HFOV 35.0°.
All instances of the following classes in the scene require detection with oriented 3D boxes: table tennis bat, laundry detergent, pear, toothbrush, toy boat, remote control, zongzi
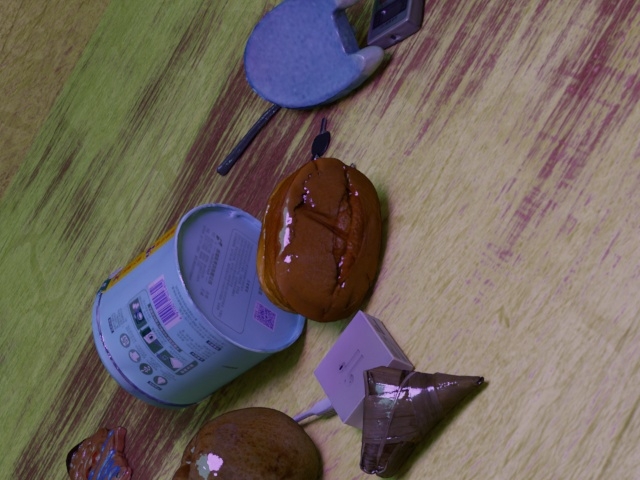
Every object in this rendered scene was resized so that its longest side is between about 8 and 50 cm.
[{"bbox_3d":[0.002,-0.198,1.953,0.050,0.007,0.083,-19,55,47],"label":"table tennis bat"},{"bbox_3d":[-0.229,0.130,1.790,0.305,0.287,0.287,-35,43,35],"label":"laundry detergent"},{"bbox_3d":[-0.120,0.363,1.554,0.188,0.211,0.228,-17,54,50],"label":"pear"},{"bbox_3d":[-0.086,0.325,1.697,0.342,0.030,0.025,-32,44,38],"label":"toothbrush"},{"bbox_3d":[-0.132,-0.246,2.148,0.297,0.030,0.030,-48,11,24],"label":"toothbrush"},{"bbox_3d":[-0.007,-0.371,1.962,0.330,0.123,0.215,-20,95,45],"label":"toy boat"},{"bbox_3d":[0.152,-0.499,1.929,0.123,0.038,0.285,-19,53,47],"label":"remote control"},{"bbox_3d":[0.140,0.261,1.420,0.176,0.078,0.160,3,90,26],"label":"zongzi"}]

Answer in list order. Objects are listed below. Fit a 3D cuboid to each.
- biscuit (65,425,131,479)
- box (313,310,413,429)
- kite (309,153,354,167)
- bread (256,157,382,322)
[{"bbox_3d":[-0.469,0.468,2.115,0.280,0.043,0.183,4,68,51],"label":"biscuit"},{"bbox_3d":[0.065,0.200,1.560,0.129,0.051,0.130,-54,34,13],"label":"box"},{"bbox_3d":[0.002,-0.074,1.867,0.189,0.009,0.232,-45,40,27],"label":"kite"},{"bbox_3d":[0.000,0.000,1.660,0.142,0.195,0.270,-8,66,59],"label":"bread"}]
